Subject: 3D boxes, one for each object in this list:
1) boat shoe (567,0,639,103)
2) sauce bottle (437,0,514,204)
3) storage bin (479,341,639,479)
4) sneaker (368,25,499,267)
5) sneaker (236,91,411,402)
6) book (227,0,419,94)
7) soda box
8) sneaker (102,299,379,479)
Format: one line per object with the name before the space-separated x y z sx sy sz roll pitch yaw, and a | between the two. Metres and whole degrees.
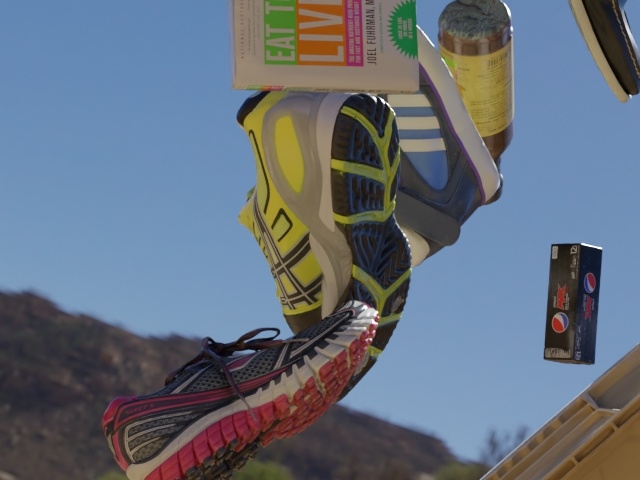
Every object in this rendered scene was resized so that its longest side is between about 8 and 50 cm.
boat shoe | 0.305 -0.318 1.677 0.113 0.340 0.127 -20 7 14
sauce bottle | 0.235 -0.197 2.332 0.111 0.111 0.344 13 -44 22
storage bin | 0.236 0.255 1.119 0.262 0.260 0.123 51 -6 -2
sneaker | 0.053 -0.111 1.861 0.323 0.236 0.130 57 -17 -18
sneaker | 0.000 0.000 1.619 0.147 0.145 0.385 20 -51 27
book | 0.002 -0.161 1.201 0.144 0.096 0.035 -1 -8 -13
soda box | 0.358 0.090 2.218 0.053 0.169 0.060 -1 -10 44
sneaker | -0.065 0.130 1.467 0.112 0.299 0.121 47 -35 20
